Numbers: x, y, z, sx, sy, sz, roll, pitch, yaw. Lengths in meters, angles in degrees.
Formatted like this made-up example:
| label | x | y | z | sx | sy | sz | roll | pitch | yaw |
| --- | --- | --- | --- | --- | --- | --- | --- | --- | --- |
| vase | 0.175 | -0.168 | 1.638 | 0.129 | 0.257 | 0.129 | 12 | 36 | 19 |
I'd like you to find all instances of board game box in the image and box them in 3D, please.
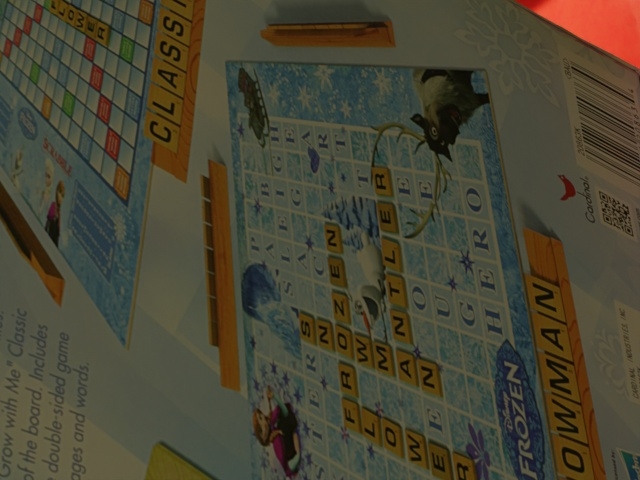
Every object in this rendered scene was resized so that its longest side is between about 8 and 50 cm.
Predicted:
| label | x | y | z | sx | sy | sz | roll | pitch | yaw |
| --- | --- | --- | --- | --- | --- | --- | --- | --- | --- |
| board game box | -0.034 | 0.021 | 0.474 | 0.066 | 0.318 | 0.319 | -42 | -145 | 37 |

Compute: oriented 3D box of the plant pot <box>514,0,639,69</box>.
| label | x | y | z | sx | sy | sz | roll | pitch | yaw |
| --- | --- | --- | --- | --- | --- | --- | --- | --- | --- |
| plant pot | 0.230 | -0.097 | 0.773 | 0.243 | 0.275 | 0.275 | -45 | -161 | -13 |
